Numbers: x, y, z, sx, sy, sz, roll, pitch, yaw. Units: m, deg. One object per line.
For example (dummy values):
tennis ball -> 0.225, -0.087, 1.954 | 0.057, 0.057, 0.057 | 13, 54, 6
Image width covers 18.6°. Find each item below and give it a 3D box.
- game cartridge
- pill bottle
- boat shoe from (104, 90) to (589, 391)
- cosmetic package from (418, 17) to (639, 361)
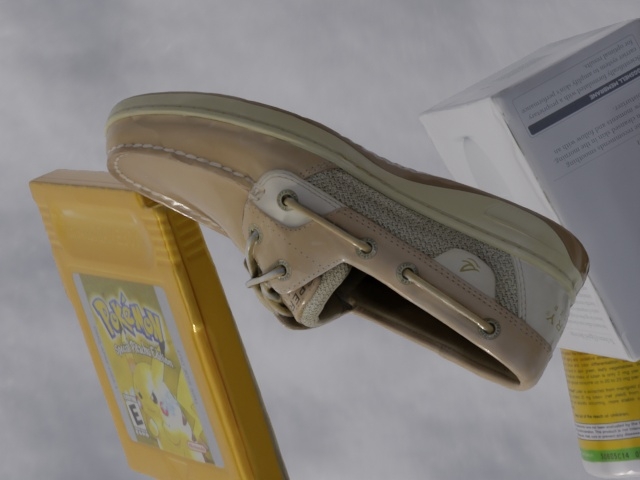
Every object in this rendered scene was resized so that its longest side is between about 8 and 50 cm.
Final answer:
game cartridge -> -0.160, 0.090, 1.871 | 0.053, 0.285, 0.323 | -27, 106, -27
pill bottle -> 0.285, 0.083, 1.781 | 0.136, 0.136, 0.245 | -11, 92, 5
boat shoe -> 0.000, 0.000, 1.139 | 0.302, 0.109, 0.098 | 21, 70, 12
cosmetic package -> 0.210, -0.038, 1.530 | 0.138, 0.224, 0.224 | -28, 96, -10
